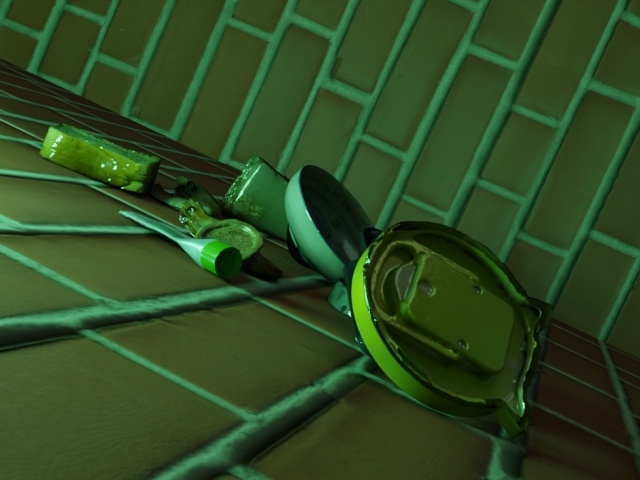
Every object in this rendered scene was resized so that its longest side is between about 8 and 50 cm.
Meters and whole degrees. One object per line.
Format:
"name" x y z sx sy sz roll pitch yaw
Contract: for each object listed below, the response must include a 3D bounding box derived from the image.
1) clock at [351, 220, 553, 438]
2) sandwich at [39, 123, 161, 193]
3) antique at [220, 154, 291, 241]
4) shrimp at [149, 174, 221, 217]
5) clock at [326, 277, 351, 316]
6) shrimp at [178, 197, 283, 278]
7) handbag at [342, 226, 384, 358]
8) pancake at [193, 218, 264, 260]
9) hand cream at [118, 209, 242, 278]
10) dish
"clock" 0.166 0.108 1.422 0.293 0.071 0.277 38 45 -6
"sandwich" -0.422 -0.159 2.065 0.214 0.065 0.186 21 7 -4
"antique" -0.069 -0.058 2.411 0.284 0.150 0.125 31 8 -15
"shrimp" -0.285 -0.097 2.187 0.143 0.052 0.251 15 8 -23
"clock" 0.116 0.125 1.832 0.215 0.042 0.215 24 5 -2
"shrimp" -0.151 0.000 1.813 0.236 0.053 0.133 33 13 31
"handbag" 0.170 0.115 1.634 0.269 0.118 0.326 23 19 -10
"pancake" -0.148 0.000 1.726 0.115 0.011 0.115 4 39 -3
"hand cream" -0.214 -0.002 1.662 0.275 0.050 0.079 24 -24 49
"dish" 0.000 0.000 2.112 0.273 0.134 0.273 43 25 -26
